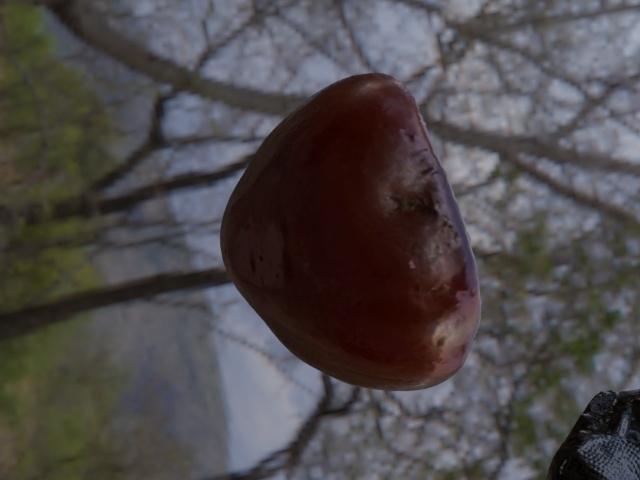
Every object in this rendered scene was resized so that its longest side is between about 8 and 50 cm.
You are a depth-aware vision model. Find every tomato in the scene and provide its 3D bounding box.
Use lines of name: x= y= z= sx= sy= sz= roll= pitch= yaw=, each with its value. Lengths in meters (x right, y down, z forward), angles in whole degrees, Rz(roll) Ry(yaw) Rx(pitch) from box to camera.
tomato: x=-0.001 y=0.008 z=0.878 sx=0.174 sy=0.082 sz=0.166 roll=-40 pitch=-115 yaw=57

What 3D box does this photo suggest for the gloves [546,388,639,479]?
gloves: x=0.351 y=0.222 z=1.479 sx=0.301 sy=0.197 sz=0.152 roll=9 pitch=-51 yaw=32
